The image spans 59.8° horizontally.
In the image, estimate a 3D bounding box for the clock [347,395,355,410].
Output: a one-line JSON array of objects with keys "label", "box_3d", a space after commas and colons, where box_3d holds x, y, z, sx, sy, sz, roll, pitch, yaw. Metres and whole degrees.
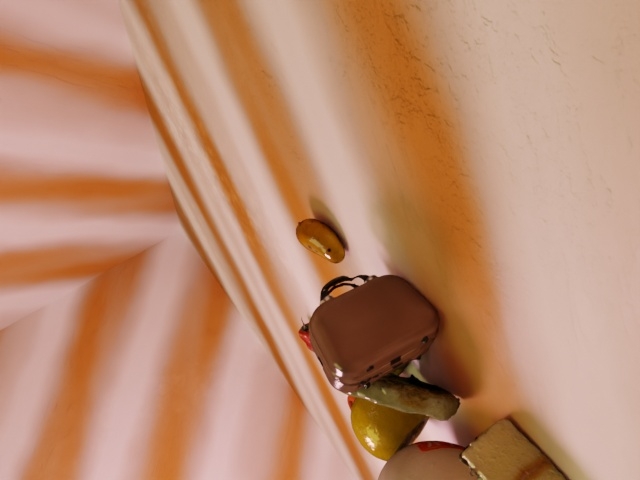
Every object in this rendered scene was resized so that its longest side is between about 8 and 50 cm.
[{"label": "clock", "box_3d": [0.188, 0.724, 2.329, 0.205, 0.051, 0.205, 46, 157, 27]}]

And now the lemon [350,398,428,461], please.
[{"label": "lemon", "box_3d": [0.204, 0.553, 1.751, 0.219, 0.240, 0.240, 36, 152, 29]}]

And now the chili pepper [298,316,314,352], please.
[{"label": "chili pepper", "box_3d": [-0.048, 0.392, 2.361, 0.086, 0.084, 0.192, -2, 127, 30]}]

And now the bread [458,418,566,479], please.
[{"label": "bread", "box_3d": [0.475, 0.545, 1.290, 0.266, 0.142, 0.178, 48, -161, 23]}]

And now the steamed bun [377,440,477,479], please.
[{"label": "steamed bun", "box_3d": [0.350, 0.698, 1.567, 0.374, 0.241, 0.374, 17, 149, 10]}]

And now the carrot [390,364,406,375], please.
[{"label": "carrot", "box_3d": [0.233, 0.340, 1.634, 0.074, 0.074, 0.358, 51, 157, 18]}]

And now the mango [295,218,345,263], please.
[{"label": "mango", "box_3d": [-0.002, -0.003, 1.650, 0.178, 0.090, 0.115, 37, 162, 39]}]

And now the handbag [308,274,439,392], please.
[{"label": "handbag", "box_3d": [0.110, 0.200, 1.386, 0.283, 0.302, 0.149, 53, 157, 31]}]

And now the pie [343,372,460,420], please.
[{"label": "pie", "box_3d": [0.207, 0.396, 1.475, 0.371, 0.078, 0.296, 18, 176, -38]}]
